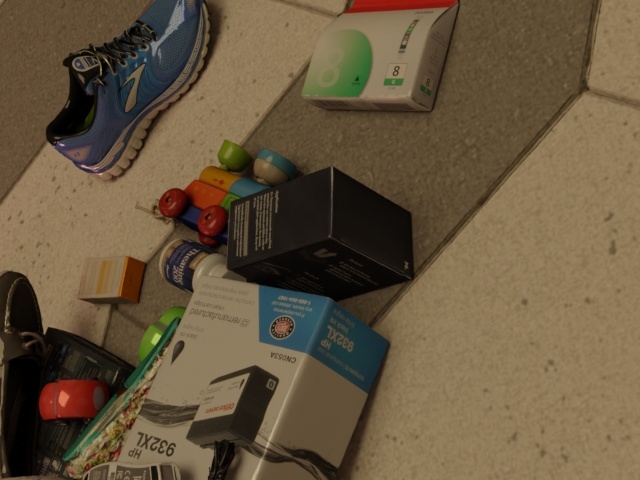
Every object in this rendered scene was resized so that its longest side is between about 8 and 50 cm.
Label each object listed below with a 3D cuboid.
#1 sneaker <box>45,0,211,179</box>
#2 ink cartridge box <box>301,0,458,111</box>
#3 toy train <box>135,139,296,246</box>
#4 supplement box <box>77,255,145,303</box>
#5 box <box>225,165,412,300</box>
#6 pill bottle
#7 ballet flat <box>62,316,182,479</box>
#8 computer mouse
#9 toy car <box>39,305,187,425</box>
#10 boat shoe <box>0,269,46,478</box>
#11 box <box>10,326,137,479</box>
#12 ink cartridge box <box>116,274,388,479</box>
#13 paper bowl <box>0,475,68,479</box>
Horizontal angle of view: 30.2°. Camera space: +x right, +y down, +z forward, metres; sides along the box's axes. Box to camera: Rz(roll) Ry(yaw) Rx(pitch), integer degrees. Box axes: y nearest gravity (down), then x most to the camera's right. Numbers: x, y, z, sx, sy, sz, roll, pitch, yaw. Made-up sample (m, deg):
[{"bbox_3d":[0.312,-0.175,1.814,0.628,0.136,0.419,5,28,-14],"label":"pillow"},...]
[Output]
[{"bbox_3d":[-0.287,-0.247,1.742,0.330,0.147,0.130,-56,47,8],"label":"sneaker"},{"bbox_3d":[0.083,-0.274,1.499,0.181,0.056,0.224,6,79,42],"label":"ink cartridge box"},{"bbox_3d":[-0.146,-0.074,1.588,0.248,0.105,0.143,23,78,44],"label":"toy train"},{"bbox_3d":[-0.301,0.058,1.704,0.098,0.036,0.062,-3,71,40],"label":"supplement box"},{"bbox_3d":[0.000,0.000,1.385,0.158,0.156,0.093,-17,61,35],"label":"box"},{"bbox_3d":[-0.154,0.043,1.562,0.120,0.067,0.067,22,88,44],"label":"pill bottle"},{"bbox_3d":[-0.221,0.205,1.468,0.241,0.077,0.091,-51,10,0],"label":"ballet flat"},{"bbox_3d":[-0.177,0.270,1.276,0.193,0.042,0.106,-7,65,29],"label":"computer mouse"},{"bbox_3d":[-0.234,0.182,1.538,0.239,0.053,0.225,29,83,18],"label":"toy car"},{"bbox_3d":[-0.414,0.209,1.619,0.095,0.112,0.335,2,79,23],"label":"boat shoe"},{"bbox_3d":[-0.357,0.258,1.654,0.183,0.059,0.232,19,86,42],"label":"box"},{"bbox_3d":[-0.090,0.212,1.363,0.223,0.129,0.307,8,68,42],"label":"ink cartridge box"},{"bbox_3d":[-0.392,0.410,1.467,0.284,0.284,0.148,-53,45,11],"label":"paper bowl"}]
